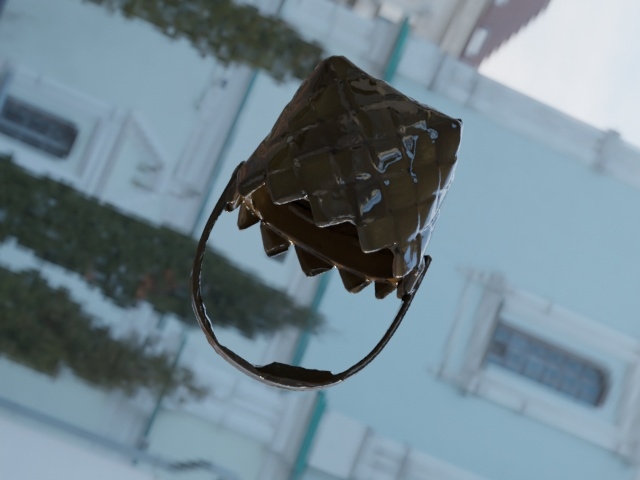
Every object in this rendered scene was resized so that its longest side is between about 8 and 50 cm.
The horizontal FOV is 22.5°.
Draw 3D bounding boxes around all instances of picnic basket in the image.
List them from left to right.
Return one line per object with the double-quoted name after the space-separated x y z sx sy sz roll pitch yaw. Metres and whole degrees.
0.000 0.000 0.924 0.138 0.128 0.178 105 8 -76 "picnic basket"
